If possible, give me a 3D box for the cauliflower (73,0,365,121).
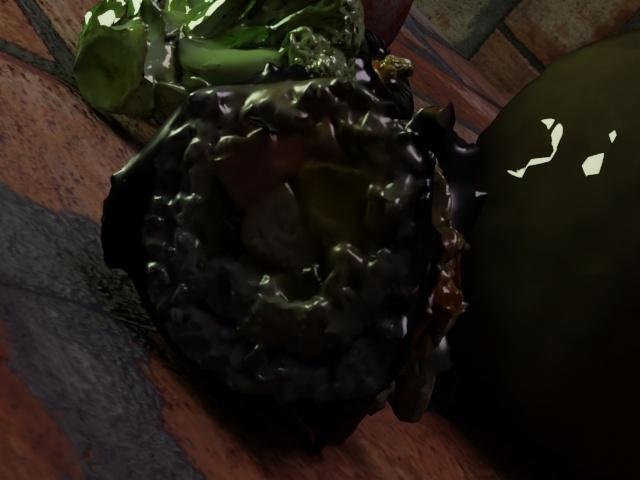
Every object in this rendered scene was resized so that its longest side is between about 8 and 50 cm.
[{"bbox_3d":[-0.090,-0.171,1.186,0.250,0.272,0.275,-7,26,-29],"label":"cauliflower"}]

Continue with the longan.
[{"bbox_3d":[0.317,0.008,1.217,0.404,0.436,0.404,53,-11,15],"label":"longan"}]

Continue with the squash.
[{"bbox_3d":[0.025,-0.167,1.545,0.193,0.156,0.193,22,44,-23],"label":"squash"}]

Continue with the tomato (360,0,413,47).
[{"bbox_3d":[-0.022,-0.362,1.748,0.317,0.282,0.316,19,33,-13],"label":"tomato"}]

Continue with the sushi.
[{"bbox_3d":[0.002,0.000,0.912,0.225,0.238,0.219,34,18,18],"label":"sushi"}]
